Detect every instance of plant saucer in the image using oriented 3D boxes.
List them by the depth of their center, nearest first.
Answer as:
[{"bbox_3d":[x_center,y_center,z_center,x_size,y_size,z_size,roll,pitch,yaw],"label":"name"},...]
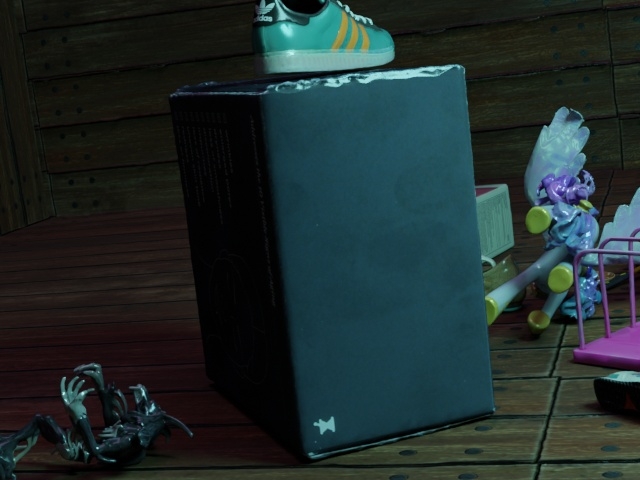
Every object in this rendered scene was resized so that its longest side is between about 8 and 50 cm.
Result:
[{"bbox_3d":[0.523,0.075,2.316,0.083,0.013,0.083,-8,10,1],"label":"plant saucer"}]

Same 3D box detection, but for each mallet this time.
[{"bbox_3d":[0.597,0.062,2.288,0.062,0.039,0.189,-3,14,42],"label":"mallet"}]

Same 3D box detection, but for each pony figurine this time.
[{"bbox_3d":[0.424,-0.008,2.035,0.303,0.351,0.363,34,25,18],"label":"pony figurine"}]

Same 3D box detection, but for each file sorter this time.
[{"bbox_3d":[0.542,0.071,1.819,0.290,0.182,0.202,-15,13,-40],"label":"file sorter"}]

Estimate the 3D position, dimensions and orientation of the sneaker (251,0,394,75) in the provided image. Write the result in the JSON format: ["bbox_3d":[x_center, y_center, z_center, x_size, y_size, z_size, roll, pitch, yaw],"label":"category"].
[{"bbox_3d":[0.012,-0.303,1.727,0.108,0.121,0.302,1,10,34],"label":"sneaker"}]

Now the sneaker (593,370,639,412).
[{"bbox_3d":[0.428,0.194,1.553,0.075,0.057,0.161,-18,11,-27],"label":"sneaker"}]

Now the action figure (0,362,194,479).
[{"bbox_3d":[-0.313,0.238,1.610,0.275,0.141,0.164,-10,-2,-6],"label":"action figure"}]

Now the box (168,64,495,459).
[{"bbox_3d":[0.000,0.000,1.744,0.297,0.480,0.472,-9,10,-18],"label":"box"}]

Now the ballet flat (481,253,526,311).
[{"bbox_3d":[0.207,0.073,2.229,0.342,0.124,0.116,-4,7,21],"label":"ballet flat"}]

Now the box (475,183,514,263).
[{"bbox_3d":[0.326,-0.033,2.691,0.126,0.149,0.232,-2,10,31],"label":"box"}]
